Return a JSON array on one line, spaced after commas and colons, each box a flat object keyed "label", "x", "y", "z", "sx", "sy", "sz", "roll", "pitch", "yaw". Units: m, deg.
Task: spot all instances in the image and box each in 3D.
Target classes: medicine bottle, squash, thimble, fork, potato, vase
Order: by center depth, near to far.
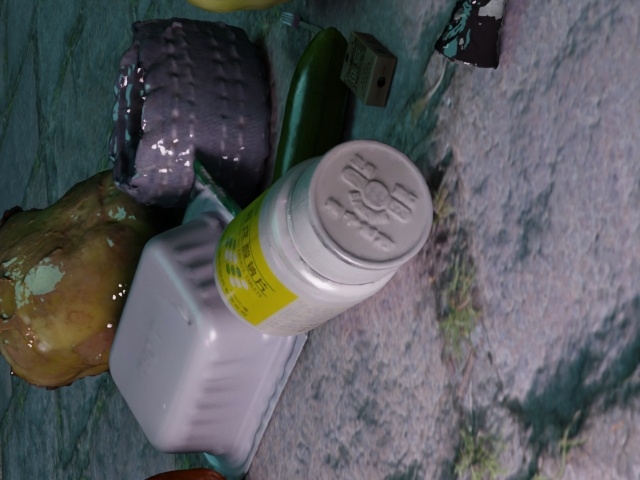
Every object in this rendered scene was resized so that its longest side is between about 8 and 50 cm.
[{"label": "vase", "x": 0.142, "y": -0.227, "z": 1.226, "sx": 0.059, "sy": 0.059, "sz": 0.167, "roll": -121, "pitch": 42, "yaw": -57}, {"label": "medicine bottle", "x": 0.000, "y": 0.000, "z": 1.427, "sx": 0.258, "sy": 0.143, "sz": 0.143, "roll": 146, "pitch": 126, "yaw": -62}, {"label": "squash", "x": -0.013, "y": -0.098, "z": 1.588, "sx": 0.069, "sy": 0.069, "sz": 0.258, "roll": -138, "pitch": 56, "yaw": -64}, {"label": "fork", "x": -0.019, "y": -0.247, "z": 1.716, "sx": 0.115, "sy": 0.012, "sz": 0.016, "roll": -147, "pitch": 60, "yaw": -61}, {"label": "thimble", "x": -0.164, "y": -0.155, "z": 1.850, "sx": 0.205, "sy": 0.172, "sz": 0.236, "roll": 169, "pitch": 107, "yaw": -65}, {"label": "potato", "x": -0.274, "y": 0.046, "z": 2.001, "sx": 0.237, "sy": 0.301, "sz": 0.289, "roll": -11, "pitch": 84, "yaw": 48}]

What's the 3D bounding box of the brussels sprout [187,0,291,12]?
[{"label": "brussels sprout", "x": -0.081, "y": -0.389, "z": 1.592, "sx": 0.344, "sy": 0.268, "sz": 0.344, "roll": 19, "pitch": -90, "yaw": -89}]

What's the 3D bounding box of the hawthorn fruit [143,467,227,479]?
[{"label": "hawthorn fruit", "x": -0.155, "y": 0.347, "z": 1.720, "sx": 0.189, "sy": 0.189, "sz": 0.189, "roll": -175, "pitch": 90, "yaw": -69}]

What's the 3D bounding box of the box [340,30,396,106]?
[{"label": "box", "x": 0.047, "y": -0.173, "z": 1.506, "sx": 0.083, "sy": 0.024, "sz": 0.053, "roll": -129, "pitch": 48, "yaw": -59}]

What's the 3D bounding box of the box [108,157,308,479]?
[{"label": "box", "x": -0.156, "y": 0.114, "z": 1.755, "sx": 0.264, "sy": 0.106, "sz": 0.337, "roll": 54, "pitch": 137, "yaw": 33}]
